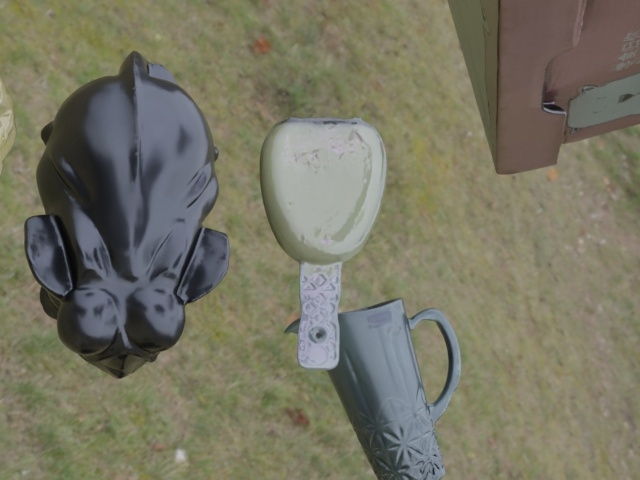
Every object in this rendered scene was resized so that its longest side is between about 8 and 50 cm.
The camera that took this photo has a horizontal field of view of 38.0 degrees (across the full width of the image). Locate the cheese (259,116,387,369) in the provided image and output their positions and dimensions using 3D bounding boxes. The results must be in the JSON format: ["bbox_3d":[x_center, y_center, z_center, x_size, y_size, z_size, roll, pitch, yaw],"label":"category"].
[{"bbox_3d":[0.000,0.000,0.678,0.037,0.097,0.192,90,2,-67],"label":"cheese"}]

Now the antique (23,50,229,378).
[{"bbox_3d":[-0.196,-0.023,0.917,0.185,0.255,0.322,3,92,-19],"label":"antique"}]

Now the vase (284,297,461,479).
[{"bbox_3d":[0.107,0.230,1.434,0.156,0.251,0.301,130,-60,-84],"label":"vase"}]

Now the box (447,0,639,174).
[{"bbox_3d":[0.095,-0.169,0.429,0.215,0.086,0.215,59,18,-71],"label":"box"}]

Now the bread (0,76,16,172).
[{"bbox_3d":[-0.366,-0.098,0.523,0.388,0.236,0.183,20,61,20],"label":"bread"}]
